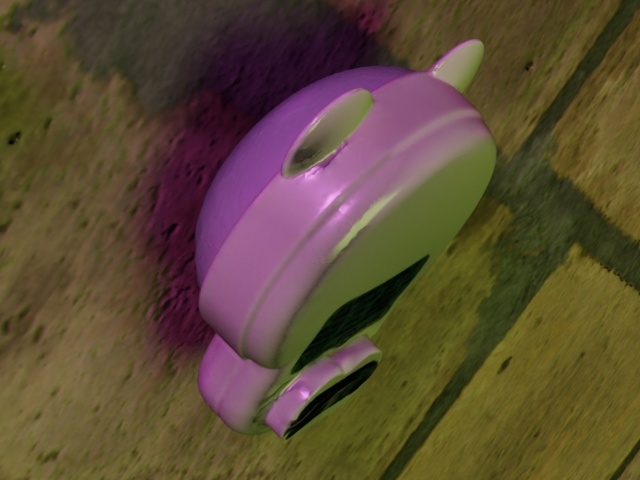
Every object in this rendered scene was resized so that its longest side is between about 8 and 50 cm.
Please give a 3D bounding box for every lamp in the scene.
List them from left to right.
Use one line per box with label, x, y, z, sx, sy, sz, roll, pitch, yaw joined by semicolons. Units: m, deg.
lamp;-0.002;-0.001;0.920;0.179;0.108;0.246;-23;147;-45
